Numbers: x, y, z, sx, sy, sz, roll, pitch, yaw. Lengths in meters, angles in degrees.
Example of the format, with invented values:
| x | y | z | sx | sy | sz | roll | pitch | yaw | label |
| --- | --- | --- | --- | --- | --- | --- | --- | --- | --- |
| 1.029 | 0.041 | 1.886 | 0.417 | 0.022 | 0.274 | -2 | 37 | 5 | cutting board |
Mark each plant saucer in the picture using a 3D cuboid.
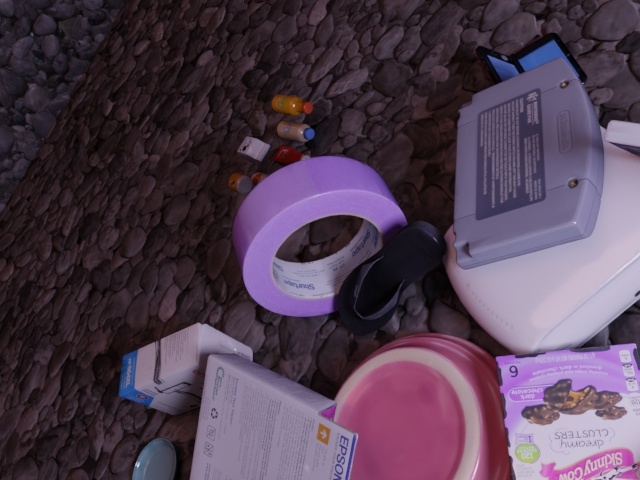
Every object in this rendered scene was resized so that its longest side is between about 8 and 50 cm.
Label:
| x | y | z | sx | sy | sz | roll | pitch | yaw | label |
| --- | --- | --- | --- | --- | --- | --- | --- | --- | --- |
| 0.124 | 0.281 | 0.912 | 0.332 | 0.084 | 0.332 | -22 | 51 | 30 | plant saucer |
| -0.308 | 0.436 | 1.236 | 0.119 | 0.021 | 0.120 | -22 | 51 | 29 | plant saucer |

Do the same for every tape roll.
| x | y | z | sx | sy | sz | roll | pitch | yaw | label |
| --- | --- | --- | --- | --- | --- | --- | --- | --- | --- |
| 0.000 | 0.000 | 1.058 | 0.274 | 0.274 | 0.090 | -38 | 45 | 16 | tape roll |

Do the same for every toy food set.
| x | y | z | sx | sy | sz | roll | pitch | yaw | label |
| --- | --- | --- | --- | --- | --- | --- | --- | --- | --- |
| -0.088 | -0.185 | 1.371 | 0.104 | 0.111 | 0.232 | 20 | 75 | 46 | toy food set |

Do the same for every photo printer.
| x | y | z | sx | sy | sz | roll | pitch | yaw | label |
| --- | --- | --- | --- | --- | --- | --- | --- | --- | --- |
| 0.324 | 0.003 | 0.894 | 0.307 | 0.107 | 0.256 | -43 | 43 | 12 | photo printer |

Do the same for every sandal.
| x | y | z | sx | sy | sz | roll | pitch | yaw | label |
| --- | --- | --- | --- | --- | --- | --- | --- | --- | --- |
| 0.093 | 0.065 | 1.007 | 0.054 | 0.097 | 0.255 | -46 | -9 | -47 | sandal |

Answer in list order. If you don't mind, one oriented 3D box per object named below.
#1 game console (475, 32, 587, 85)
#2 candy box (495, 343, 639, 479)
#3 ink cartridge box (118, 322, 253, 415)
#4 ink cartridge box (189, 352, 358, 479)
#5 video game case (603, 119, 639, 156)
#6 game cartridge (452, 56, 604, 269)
| x | y | z | sx | sy | sz | roll | pitch | yaw | label |
| --- | --- | --- | --- | --- | --- | --- | --- | --- | --- |
| 0.346 | -0.293 | 1.086 | 0.085 | 0.124 | 0.144 | -55 | 35 | 39 | game console |
| 0.302 | 0.231 | 0.763 | 0.164 | 0.070 | 0.196 | -9 | 57 | 15 | candy box |
| -0.247 | 0.243 | 1.212 | 0.203 | 0.148 | 0.086 | -25 | 49 | 28 | ink cartridge box |
| -0.073 | 0.369 | 0.961 | 0.330 | 0.071 | 0.325 | 15 | 98 | 43 | ink cartridge box |
| 0.462 | -0.074 | 0.701 | 0.204 | 0.285 | 0.025 | 23 | 101 | 47 | video game case |
| 0.280 | -0.110 | 0.894 | 0.198 | 0.062 | 0.298 | -15 | 49 | 34 | game cartridge |
